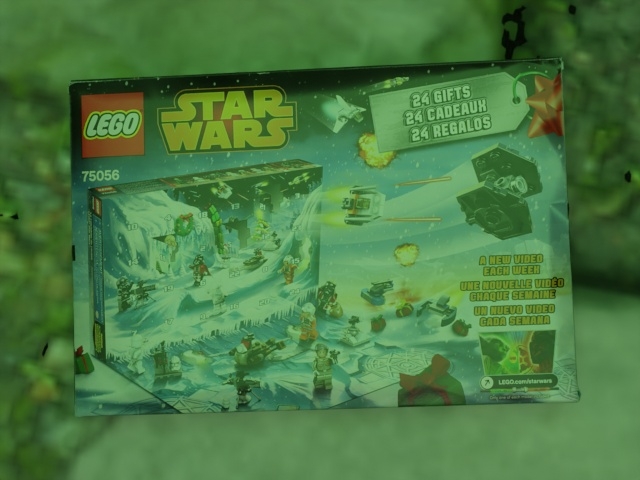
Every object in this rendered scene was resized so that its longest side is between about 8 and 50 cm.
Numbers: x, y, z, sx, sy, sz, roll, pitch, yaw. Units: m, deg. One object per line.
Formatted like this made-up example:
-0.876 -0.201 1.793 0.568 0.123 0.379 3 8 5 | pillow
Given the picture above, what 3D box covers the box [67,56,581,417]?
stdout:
0.000 0.000 0.332 0.137 0.027 0.094 -2 86 4 | box
